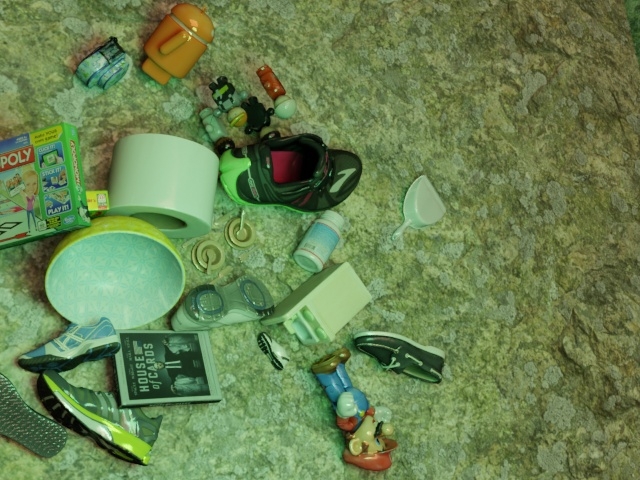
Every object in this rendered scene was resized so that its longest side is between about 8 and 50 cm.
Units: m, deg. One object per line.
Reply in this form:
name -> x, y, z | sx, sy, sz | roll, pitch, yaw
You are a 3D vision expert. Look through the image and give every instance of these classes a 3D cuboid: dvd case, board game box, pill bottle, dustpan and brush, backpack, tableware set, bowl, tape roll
dvd case -> -0.348, 0.286, 1.584 | 0.238, 0.029, 0.179 | 6, 53, -36
board game box -> -0.528, -0.063, 1.529 | 0.092, 0.181, 0.043 | -5, 80, -31
pill bottle -> 0.000, 0.000, 1.871 | 0.087, 0.087, 0.160 | 40, 62, -16
board game box -> -0.631, -0.097, 1.437 | 0.046, 0.317, 0.214 | 14, 63, -74
dustpan and brush -> 0.278, -0.074, 2.074 | 0.147, 0.060, 0.211 | 54, 52, -23
backpack -> -0.515, -0.409, 1.667 | 0.114, 0.105, 0.084 | -42, 99, -25
tableware set -> -0.236, 0.008, 1.762 | 0.194, 0.039, 0.128 | -39, 98, -31
bowl -> -0.449, 0.045, 1.539 | 0.289, 0.290, 0.156 | 10, 35, -27
tape roll -> -0.360, -0.119, 1.603 | 0.246, 0.246, 0.169 | 13, 72, -26

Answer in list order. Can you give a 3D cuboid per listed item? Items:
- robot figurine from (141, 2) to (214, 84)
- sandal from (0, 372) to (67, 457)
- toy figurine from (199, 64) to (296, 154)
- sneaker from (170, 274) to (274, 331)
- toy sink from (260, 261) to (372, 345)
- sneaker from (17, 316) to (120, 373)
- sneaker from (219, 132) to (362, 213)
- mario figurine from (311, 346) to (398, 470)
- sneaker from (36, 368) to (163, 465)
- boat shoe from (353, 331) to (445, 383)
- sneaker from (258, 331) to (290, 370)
robot figurine -> -0.348, -0.490, 1.735 | 0.128, 0.219, 0.158 | 45, 11, 21
sandal -> -0.639, 0.358, 1.447 | 0.097, 0.054, 0.254 | -48, 113, -22
toy figurine -> -0.184, -0.316, 1.770 | 0.209, 0.213, 0.148 | -22, 75, -33
sneaker -> -0.233, 0.157, 1.690 | 0.297, 0.129, 0.111 | 2, 62, -49
toy sink -> -0.009, 0.181, 1.784 | 0.234, 0.152, 0.131 | -40, 99, -32
sneaker -> -0.538, 0.227, 1.504 | 0.211, 0.080, 0.081 | -14, 64, -11
sneaker -> -0.033, -0.169, 1.794 | 0.482, 0.202, 0.186 | -10, 86, -50
mario figurine -> 0.112, 0.428, 1.785 | 0.198, 0.170, 0.321 | -25, 89, -34
sneaker -> -0.473, 0.363, 1.515 | 0.300, 0.111, 0.121 | 43, 50, -20
boat shoe -> 0.219, 0.318, 1.903 | 0.302, 0.114, 0.091 | 17, 64, -24
sneaker -> -0.118, 0.273, 1.771 | 0.109, 0.040, 0.043 | 59, 42, -9
